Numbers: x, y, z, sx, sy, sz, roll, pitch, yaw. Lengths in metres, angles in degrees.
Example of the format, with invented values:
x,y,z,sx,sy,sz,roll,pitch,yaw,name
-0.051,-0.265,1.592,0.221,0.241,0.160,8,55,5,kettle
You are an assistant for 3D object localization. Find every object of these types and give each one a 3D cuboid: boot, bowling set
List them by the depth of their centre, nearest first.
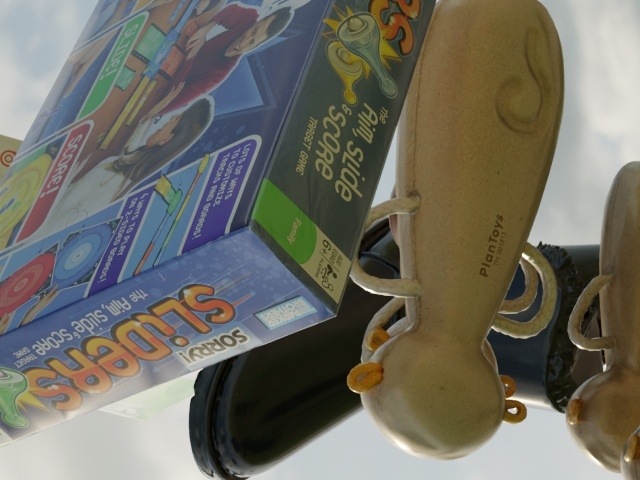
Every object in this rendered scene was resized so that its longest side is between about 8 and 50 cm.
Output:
x,y,z,sx,sy,sz,roll,pitch,yaw,name
0.101,0.032,0.679,0.287,0.200,0.154,17,-105,-25,bowling set
0.062,0.071,1.101,0.246,0.207,0.094,-44,-52,-38,boot

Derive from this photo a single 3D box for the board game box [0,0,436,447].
x,y,z,sx,sy,sz,roll,pitch,yaw,name
-0.032,-0.041,0.515,0.035,0.136,0.201,46,-139,-26,board game box

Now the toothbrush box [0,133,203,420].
x,y,z,sx,sy,sz,roll,pitch,yaw,name
-0.180,0.036,1.293,0.206,0.283,0.122,16,-105,-13,toothbrush box
